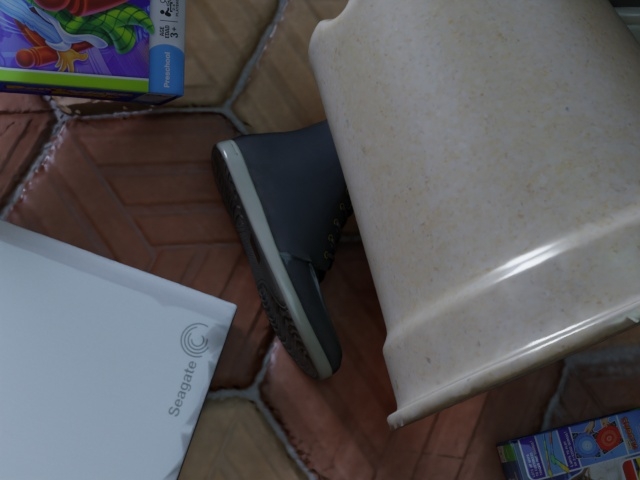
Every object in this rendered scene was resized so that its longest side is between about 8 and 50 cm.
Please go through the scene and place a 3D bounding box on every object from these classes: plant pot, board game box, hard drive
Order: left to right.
[{"bbox_3d":[-0.269,0.101,0.822,0.353,0.047,0.233,20,72,-7],"label":"hard drive"},{"bbox_3d":[-0.229,-0.294,0.853,0.233,0.078,0.347,1,91,-24],"label":"board game box"},{"bbox_3d":[0.146,-0.059,0.811,0.334,0.334,0.305,-20,78,-17],"label":"plant pot"},{"bbox_3d":[0.243,0.255,0.897,0.136,0.035,0.201,-10,77,-15],"label":"board game box"}]

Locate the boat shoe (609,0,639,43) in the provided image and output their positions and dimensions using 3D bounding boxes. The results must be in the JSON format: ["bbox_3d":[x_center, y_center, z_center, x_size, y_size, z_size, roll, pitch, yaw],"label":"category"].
[{"bbox_3d":[0.199,-0.202,0.980,0.324,0.116,0.096,8,32,3],"label":"boat shoe"}]

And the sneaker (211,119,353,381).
[{"bbox_3d":[0.000,0.000,0.889,0.118,0.083,0.222,-18,79,-17],"label":"sneaker"}]
